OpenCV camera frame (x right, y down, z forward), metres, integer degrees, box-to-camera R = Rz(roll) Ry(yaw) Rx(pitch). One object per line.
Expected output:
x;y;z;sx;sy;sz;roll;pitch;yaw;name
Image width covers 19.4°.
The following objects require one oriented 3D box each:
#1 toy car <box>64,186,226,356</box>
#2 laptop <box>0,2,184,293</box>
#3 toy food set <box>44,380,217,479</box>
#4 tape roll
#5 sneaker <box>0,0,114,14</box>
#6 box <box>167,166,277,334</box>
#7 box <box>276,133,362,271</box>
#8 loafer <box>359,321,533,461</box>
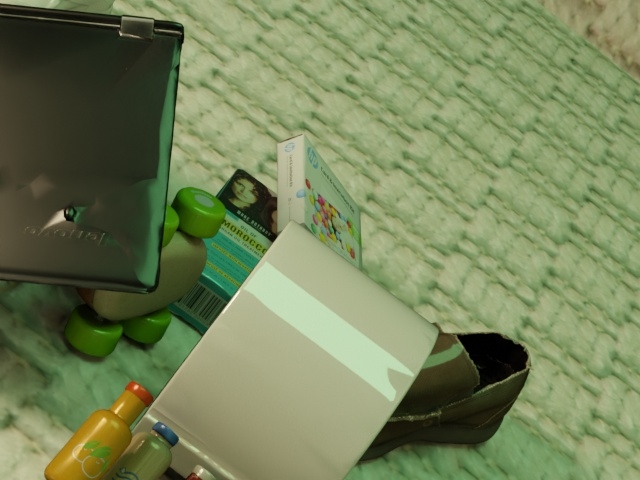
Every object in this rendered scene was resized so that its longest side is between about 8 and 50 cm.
-0.212;-0.011;1.779;0.188;0.155;0.149;39;25;22;toy car
-0.327;-0.105;1.735;0.382;0.236;0.408;6;4;-5;laptop
-0.104;0.227;1.525;0.232;0.104;0.111;39;-16;2;toy food set
-0.032;0.126;1.669;0.169;0.246;0.246;37;26;-2;tape roll
-0.303;-0.303;2.148;0.090;0.115;0.232;44;27;12;sneaker
-0.092;0.015;1.974;0.100;0.060;0.244;36;27;-5;box
0.000;0.000;2.027;0.145;0.038;0.186;52;26;-43;box
0.086;0.133;1.934;0.366;0.130;0.134;0;45;-51;loafer
